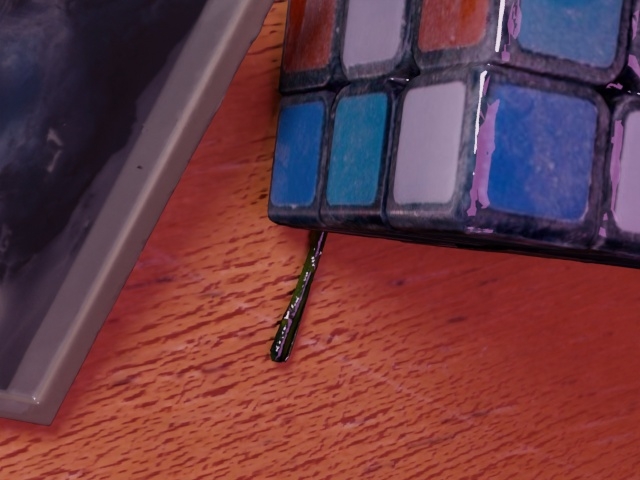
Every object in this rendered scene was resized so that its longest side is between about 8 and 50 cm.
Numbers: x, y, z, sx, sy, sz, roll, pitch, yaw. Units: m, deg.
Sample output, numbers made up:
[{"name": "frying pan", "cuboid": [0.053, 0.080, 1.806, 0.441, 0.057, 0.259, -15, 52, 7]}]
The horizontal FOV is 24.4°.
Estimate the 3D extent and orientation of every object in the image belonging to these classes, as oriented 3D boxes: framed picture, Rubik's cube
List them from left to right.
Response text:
[{"name": "framed picture", "cuboid": [-0.244, -0.071, 1.074, 0.326, 0.028, 0.446, 16, 111, -37]}, {"name": "Rubik's cube", "cuboid": [0.186, -0.155, 1.206, 0.362, 0.363, 0.359, 5, 88, -30]}]

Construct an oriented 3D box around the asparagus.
[{"name": "asparagus", "cuboid": [0.000, 0.000, 1.334, 0.023, 0.022, 0.233, 20, 90, -16]}]
